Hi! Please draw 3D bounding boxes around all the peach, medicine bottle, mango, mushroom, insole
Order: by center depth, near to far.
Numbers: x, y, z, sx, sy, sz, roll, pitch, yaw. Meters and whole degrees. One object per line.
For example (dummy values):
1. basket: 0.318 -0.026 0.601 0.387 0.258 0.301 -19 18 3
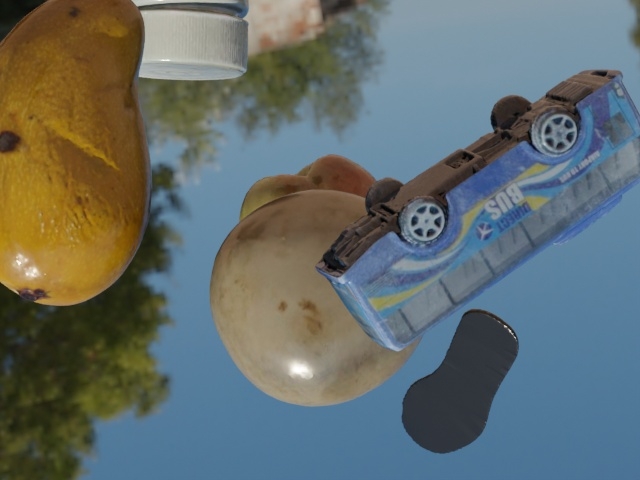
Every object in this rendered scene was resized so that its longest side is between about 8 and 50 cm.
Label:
1. mango: -0.232 -0.086 1.365 0.177 0.295 0.120 14 159 -35
2. mushroom: -0.001 0.057 1.424 0.204 0.204 0.204 -10 -168 2
3. medicine bottle: -0.190 -0.379 2.009 0.189 0.332 0.190 -2 177 0
4. insole: 0.186 0.197 2.056 0.119 0.348 0.009 34 -127 10
5. peach: 0.000 0.000 2.153 0.232 0.233 0.232 -10 -168 2

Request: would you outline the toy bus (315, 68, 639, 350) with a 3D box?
1. toy bus: 0.112 -0.023 1.026 0.236 0.094 0.079 -34 -160 -8
